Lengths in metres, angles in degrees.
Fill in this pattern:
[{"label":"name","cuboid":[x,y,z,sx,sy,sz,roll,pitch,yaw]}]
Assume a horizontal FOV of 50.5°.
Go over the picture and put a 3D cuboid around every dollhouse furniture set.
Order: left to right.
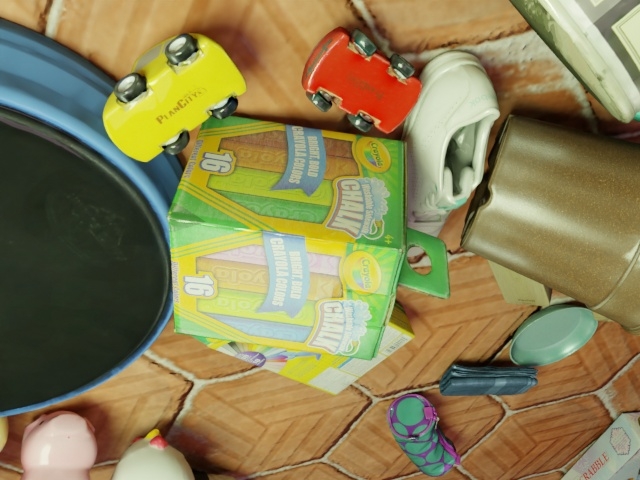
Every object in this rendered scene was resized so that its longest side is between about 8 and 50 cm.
[{"label":"dollhouse furniture set","cuboid":[0.281,0.000,0.747,0.151,0.123,0.144,1,145,31]}]

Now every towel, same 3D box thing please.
[{"label":"towel","cuboid":[0.220,0.185,0.894,0.119,0.029,0.067,1,152,-9]}]

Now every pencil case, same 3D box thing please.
[{"label":"pencil case","cuboid":[0.145,0.274,0.945,0.070,0.064,0.151,-5,141,23]}]

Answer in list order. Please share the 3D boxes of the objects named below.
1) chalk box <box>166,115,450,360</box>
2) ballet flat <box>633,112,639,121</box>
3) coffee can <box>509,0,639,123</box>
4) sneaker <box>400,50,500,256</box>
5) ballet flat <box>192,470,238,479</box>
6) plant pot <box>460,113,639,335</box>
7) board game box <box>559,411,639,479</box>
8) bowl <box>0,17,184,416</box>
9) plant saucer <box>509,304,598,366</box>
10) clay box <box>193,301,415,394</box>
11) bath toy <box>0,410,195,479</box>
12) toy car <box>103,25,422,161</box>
[{"label":"chalk box","cuboid":[0.000,0.000,0.539,0.213,0.132,0.132,7,133,-1]},{"label":"ballet flat","cuboid":[0.395,-0.125,0.615,0.342,0.116,0.124,15,107,-29]},{"label":"coffee can","cuboid":[0.224,-0.231,0.376,0.275,0.201,0.201,-39,132,21]},{"label":"sneaker","cuboid":[0.099,-0.049,0.591,0.080,0.094,0.212,-5,135,-16]},{"label":"ballet flat","cuboid":[-0.151,0.372,0.934,0.096,0.095,0.280,-17,147,-16]},{"label":"plant pot","cuboid":[0.218,-0.025,0.586,0.165,0.167,0.167,20,132,8]},{"label":"board game box","cuboid":[0.607,0.419,1.240,0.319,0.066,0.318,2,132,-20]},{"label":"bowl","cuboid":[-0.295,0.013,0.534,0.391,0.077,0.391,-9,136,-9]},{"label":"plant saucer","cuboid":[0.295,0.119,0.873,0.119,0.021,0.119,-10,136,-10]},{"label":"clay box","cuboid":[-0.020,0.083,0.710,0.127,0.053,0.222,-41,131,22]},{"label":"bath toy","cuboid":[-0.301,0.239,0.721,0.348,0.129,0.151,16,110,-31]},{"label":"toy car","cuboid":[-0.033,-0.168,0.453,0.239,0.053,0.225,-11,132,-20]}]
